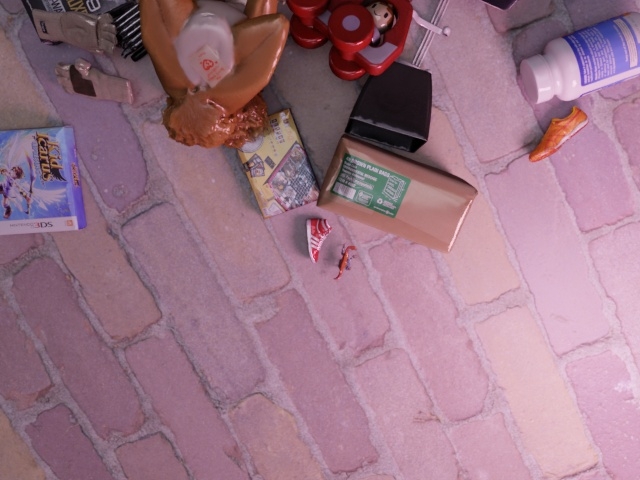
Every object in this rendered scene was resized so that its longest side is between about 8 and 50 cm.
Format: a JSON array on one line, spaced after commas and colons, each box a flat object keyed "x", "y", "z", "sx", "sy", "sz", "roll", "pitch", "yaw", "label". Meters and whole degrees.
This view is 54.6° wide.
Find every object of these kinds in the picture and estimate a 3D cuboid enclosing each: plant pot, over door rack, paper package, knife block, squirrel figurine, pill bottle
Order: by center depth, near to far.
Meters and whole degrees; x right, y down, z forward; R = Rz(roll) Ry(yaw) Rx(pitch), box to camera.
[{"x": -0.216, "y": -0.400, "z": 1.362, "sx": 0.280, "sy": 0.370, "sz": 0.397, "roll": 12, "pitch": 120, "yaw": -4, "label": "squirrel figurine"}, {"x": 0.172, "y": -0.119, "z": 1.464, "sx": 0.324, "sy": 0.309, "sz": 0.168, "roll": 21, "pitch": 101, "yaw": -1, "label": "paper package"}, {"x": 0.625, "y": -0.423, "z": 1.472, "sx": 0.271, "sy": 0.152, "sz": 0.152, "roll": -18, "pitch": 100, "yaw": 5, "label": "pill bottle"}, {"x": 0.165, "y": -0.560, "z": 1.481, "sx": 0.324, "sy": 0.108, "sz": 0.240, "roll": 23, "pitch": 100, "yaw": -3, "label": "over door rack"}, {"x": 0.175, "y": -0.328, "z": 1.498, "sx": 0.187, "sy": 0.188, "sz": 0.167, "roll": 17, "pitch": 88, "yaw": -1, "label": "plant pot"}, {"x": -0.385, "y": -0.549, "z": 1.521, "sx": 0.275, "sy": 0.242, "sz": 0.088, "roll": -43, "pitch": 102, "yaw": -36, "label": "knife block"}]

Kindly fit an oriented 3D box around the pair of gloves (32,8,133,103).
[{"x": -0.562, "y": -0.441, "z": 1.495, "sx": 0.204, "sy": 0.042, "sz": 0.240, "roll": 9, "pitch": 137, "yaw": 13, "label": "pair of gloves"}]

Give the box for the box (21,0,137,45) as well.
[{"x": -0.622, "y": -0.664, "z": 1.497, "sx": 0.242, "sy": 0.076, "sz": 0.308, "roll": -22, "pitch": 100, "yaw": 5, "label": "box"}]

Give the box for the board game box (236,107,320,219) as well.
[{"x": -0.111, "y": -0.196, "z": 1.593, "sx": 0.165, "sy": 0.042, "sz": 0.243, "roll": -19, "pitch": 100, "yaw": 5, "label": "board game box"}]

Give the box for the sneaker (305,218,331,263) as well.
[{"x": 0.000, "y": 0.000, "z": 1.628, "sx": 0.067, "sy": 0.042, "sz": 0.119, "roll": -5, "pitch": 99, "yaw": 6, "label": "sneaker"}]

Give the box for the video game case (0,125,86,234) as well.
[{"x": -0.753, "y": -0.154, "z": 1.610, "sx": 0.244, "sy": 0.061, "sz": 0.270, "roll": -4, "pitch": 101, "yaw": 1, "label": "video game case"}]

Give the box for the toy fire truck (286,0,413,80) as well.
[{"x": 0.076, "y": -0.527, "z": 1.391, "sx": 0.302, "sy": 0.169, "sz": 0.254, "roll": 42, "pitch": 82, "yaw": 10, "label": "toy fire truck"}]

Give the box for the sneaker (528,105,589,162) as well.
[{"x": 0.588, "y": -0.263, "z": 1.559, "sx": 0.175, "sy": 0.064, "sz": 0.067, "roll": -42, "pitch": 77, "yaw": 4, "label": "sneaker"}]

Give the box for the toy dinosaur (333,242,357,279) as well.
[{"x": 0.070, "y": 0.051, "z": 1.622, "sx": 0.047, "sy": 0.090, "sz": 0.082, "roll": 16, "pitch": 146, "yaw": 8, "label": "toy dinosaur"}]

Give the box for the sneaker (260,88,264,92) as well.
[{"x": -0.261, "y": -0.400, "z": 1.546, "sx": 0.222, "sy": 0.083, "sz": 0.118, "roll": -15, "pitch": 93, "yaw": -2, "label": "sneaker"}]

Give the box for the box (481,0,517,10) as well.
[{"x": 0.303, "y": -0.827, "z": 1.278, "sx": 0.479, "sy": 0.297, "sz": 0.472, "roll": 21, "pitch": 85, "yaw": -4, "label": "box"}]
